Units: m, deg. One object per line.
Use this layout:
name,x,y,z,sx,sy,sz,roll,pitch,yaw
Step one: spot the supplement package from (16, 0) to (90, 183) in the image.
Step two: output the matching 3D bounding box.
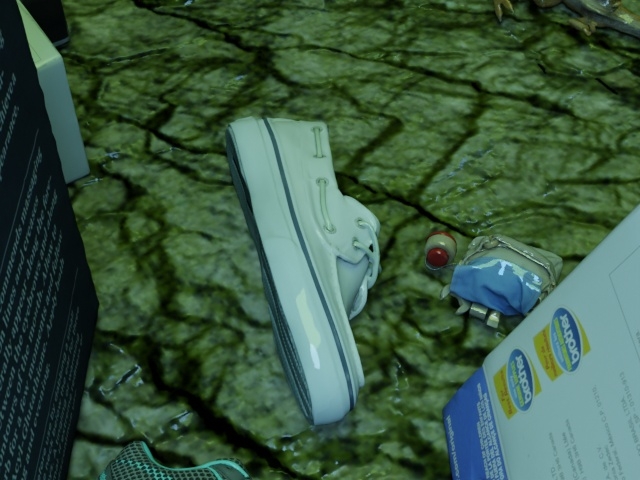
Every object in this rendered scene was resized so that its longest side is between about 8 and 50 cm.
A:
supplement package,-0.252,-0.070,0.642,0.179,0.105,0.105,-28,56,-21

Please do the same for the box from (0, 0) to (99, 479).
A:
box,-0.275,-0.008,0.405,0.294,0.395,0.211,0,51,1

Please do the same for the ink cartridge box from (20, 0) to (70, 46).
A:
ink cartridge box,-0.362,-0.239,0.810,0.176,0.069,0.371,-30,55,-22

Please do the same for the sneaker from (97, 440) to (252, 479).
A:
sneaker,-0.042,0.141,0.502,0.167,0.065,0.076,15,48,9

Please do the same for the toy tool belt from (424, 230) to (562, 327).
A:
toy tool belt,0.097,0.024,0.603,0.083,0.052,0.051,14,44,12

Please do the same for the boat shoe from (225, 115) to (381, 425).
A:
boat shoe,0.000,0.000,0.600,0.076,0.083,0.226,-11,51,-8

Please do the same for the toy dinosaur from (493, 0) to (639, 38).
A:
toy dinosaur,0.184,-0.207,0.797,0.112,0.064,0.211,-15,60,-35

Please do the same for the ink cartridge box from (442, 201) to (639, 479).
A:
ink cartridge box,0.160,0.075,0.425,0.065,0.311,0.185,14,47,-24
